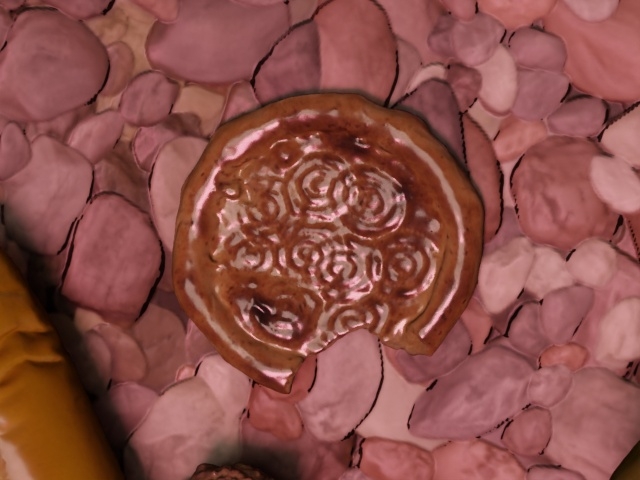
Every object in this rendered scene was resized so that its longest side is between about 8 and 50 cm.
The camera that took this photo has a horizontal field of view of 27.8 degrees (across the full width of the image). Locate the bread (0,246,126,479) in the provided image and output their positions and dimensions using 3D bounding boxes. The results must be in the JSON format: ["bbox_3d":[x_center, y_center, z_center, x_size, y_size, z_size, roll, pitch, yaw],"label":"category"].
[{"bbox_3d":[-0.211,0.171,0.946,0.166,0.112,0.383,-30,83,52],"label":"bread"}]

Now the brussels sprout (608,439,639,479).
[{"bbox_3d":[0.301,0.231,0.740,0.328,0.328,0.247,31,98,10],"label":"brussels sprout"}]

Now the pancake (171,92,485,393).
[{"bbox_3d":[0.000,0.000,0.928,0.235,0.029,0.212,-23,88,13],"label":"pancake"}]

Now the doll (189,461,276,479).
[{"bbox_3d":[-0.032,0.301,0.938,0.203,0.091,0.286,12,114,35],"label":"doll"}]
